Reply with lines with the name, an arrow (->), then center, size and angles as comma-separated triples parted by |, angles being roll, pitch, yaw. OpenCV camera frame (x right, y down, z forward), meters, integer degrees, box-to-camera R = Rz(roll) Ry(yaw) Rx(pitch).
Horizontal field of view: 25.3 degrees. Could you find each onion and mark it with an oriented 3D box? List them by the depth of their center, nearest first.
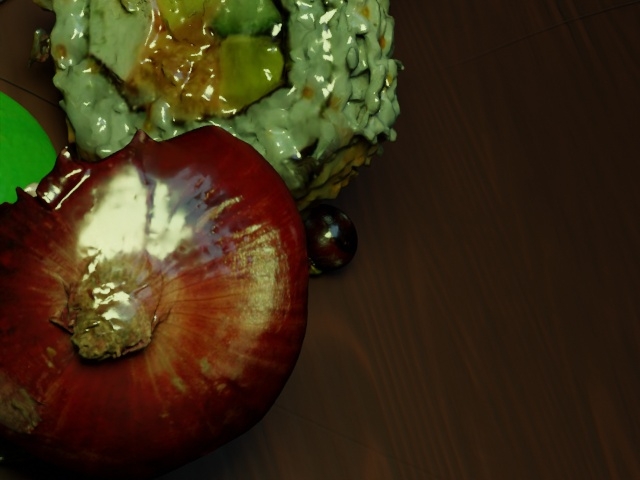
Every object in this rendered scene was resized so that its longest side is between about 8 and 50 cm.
onion -> -0.175, 0.062, 1.297 | 0.341, 0.341, 0.341 | 16, 56, -26

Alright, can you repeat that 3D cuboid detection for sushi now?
sushi -> -0.097, -0.199, 1.478 | 0.417, 0.417, 0.176 | 58, 22, 8

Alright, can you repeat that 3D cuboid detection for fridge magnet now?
fridge magnet -> -0.359, -0.070, 1.416 | 0.208, 0.088, 0.208 | 17, 55, -26

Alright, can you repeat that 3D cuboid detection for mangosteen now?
mangosteen -> 0.003, -0.002, 1.626 | 0.081, 0.081, 0.081 | 16, 56, -26

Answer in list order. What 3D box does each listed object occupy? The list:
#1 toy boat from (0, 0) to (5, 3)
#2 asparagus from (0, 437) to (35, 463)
toy boat -> -0.367, -0.294, 1.562 | 0.069, 0.059, 0.173 | 49, 48, 0
asparagus -> -0.236, 0.184, 1.388 | 0.236, 0.027, 0.034 | -14, 72, -39
